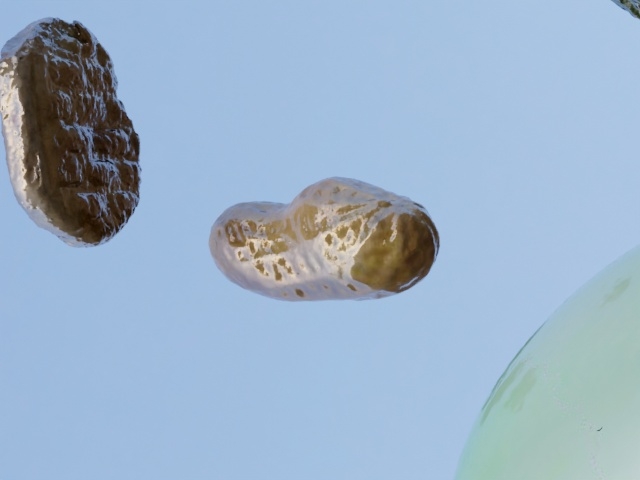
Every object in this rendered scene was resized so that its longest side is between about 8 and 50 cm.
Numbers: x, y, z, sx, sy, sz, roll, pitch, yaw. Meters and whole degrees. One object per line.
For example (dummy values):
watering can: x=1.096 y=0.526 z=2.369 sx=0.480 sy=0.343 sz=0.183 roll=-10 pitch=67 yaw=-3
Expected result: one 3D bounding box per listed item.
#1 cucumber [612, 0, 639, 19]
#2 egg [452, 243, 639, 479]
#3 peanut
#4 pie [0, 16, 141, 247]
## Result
cucumber: x=0.379 y=-0.223 z=1.708 sx=0.077 sy=0.265 sz=0.077 roll=-155 pitch=90 yaw=-88
egg: x=0.176 y=0.095 z=0.636 sx=0.220 sy=0.270 sz=0.220 roll=43 pitch=-150 yaw=-32
peanut: x=0.000 y=0.000 z=1.487 sx=0.095 sy=0.226 sz=0.108 roll=-29 pitch=-71 yaw=-53
pie: x=-0.206 y=-0.089 z=1.441 sx=0.195 sy=0.046 sz=0.195 roll=-10 pitch=-90 yaw=-66
